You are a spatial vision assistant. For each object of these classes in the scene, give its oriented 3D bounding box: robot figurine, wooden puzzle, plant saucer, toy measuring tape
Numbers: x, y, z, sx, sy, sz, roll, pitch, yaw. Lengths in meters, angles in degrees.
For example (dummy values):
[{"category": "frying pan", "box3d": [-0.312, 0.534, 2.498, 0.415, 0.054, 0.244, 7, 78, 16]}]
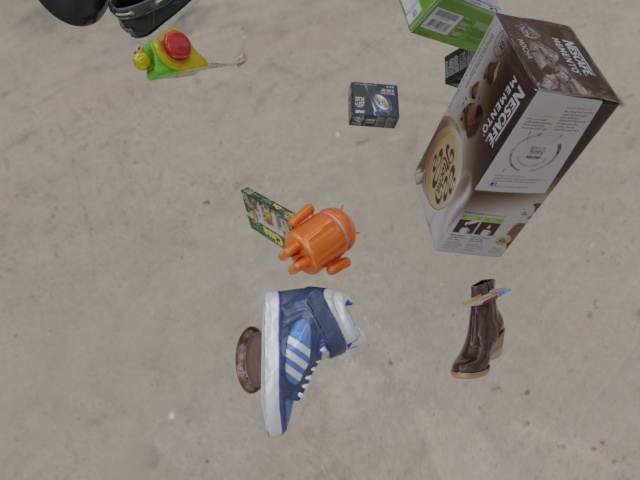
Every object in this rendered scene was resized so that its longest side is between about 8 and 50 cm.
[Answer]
[{"category": "robot figurine", "box3d": [0.001, 0.002, 1.543, 0.219, 0.128, 0.158, -35, 52, -26]}, {"category": "wooden puzzle", "box3d": [0.358, 0.124, 1.338, 0.078, 0.116, 0.014, -26, 88, -12]}, {"category": "plant saucer", "box3d": [-0.165, 0.302, 1.570, 0.029, 0.168, 0.168, 8, 37, -35]}, {"category": "toy measuring tape", "box3d": [-0.322, -0.468, 1.521, 0.121, 0.121, 0.330, 27, 34, 31]}]

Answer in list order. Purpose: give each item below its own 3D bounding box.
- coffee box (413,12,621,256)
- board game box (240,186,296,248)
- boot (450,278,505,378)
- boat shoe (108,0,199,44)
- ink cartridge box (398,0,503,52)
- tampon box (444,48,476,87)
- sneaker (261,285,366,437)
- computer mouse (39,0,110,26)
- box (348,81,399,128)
[{"category": "coffee box", "box3d": [0.251, -0.135, 0.865, 0.118, 0.297, 0.168, 5, 50, -16]}, {"category": "board game box", "box3d": [-0.135, -0.053, 1.749, 0.030, 0.136, 0.259, -32, 37, -24]}, {"category": "boot", "box3d": [0.379, 0.213, 1.528, 0.090, 0.207, 0.248, -3, 9, 38]}, {"category": "boat shoe", "box3d": [-0.212, -0.398, 0.925, 0.233, 0.079, 0.084, -43, 54, -2]}, {"category": "ink cartridge box", "box3d": [0.240, -0.524, 1.251, 0.188, 0.097, 0.255, 3, 61, -35]}, {"category": "tampon box", "box3d": [0.496, -0.561, 1.989, 0.161, 0.120, 0.101, -16, 69, 57]}, {"category": "sneaker", "box3d": [-0.009, 0.261, 1.361, 0.236, 0.130, 0.323, 1, 78, -10]}, {"category": "computer mouse", "box3d": [-0.370, -0.442, 0.863, 0.072, 0.272, 0.188, -3, 21, 45]}, {"category": "box", "box3d": [0.197, -0.507, 2.326, 0.180, 0.077, 0.147, 3, 67, -7]}]
